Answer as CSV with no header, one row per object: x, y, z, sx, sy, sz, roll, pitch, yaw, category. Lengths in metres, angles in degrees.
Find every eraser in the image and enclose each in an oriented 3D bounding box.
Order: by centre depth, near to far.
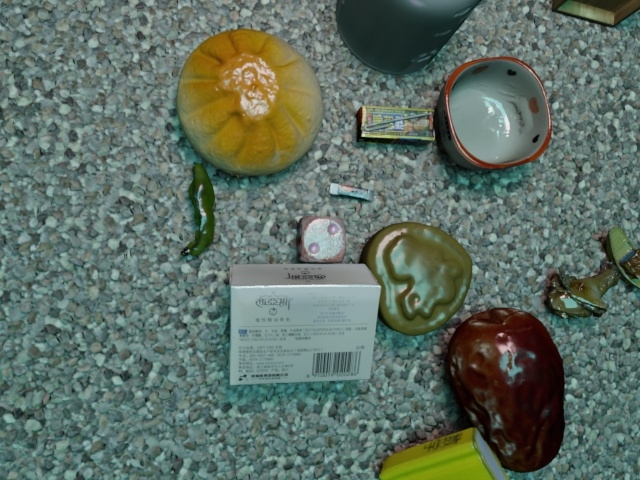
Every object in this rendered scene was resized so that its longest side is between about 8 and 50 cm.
0.248,0.477,0.931,0.226,0.069,0.158,-30,90,22,eraser
0.068,-0.104,1.018,0.099,0.019,0.027,9,85,-8,eraser

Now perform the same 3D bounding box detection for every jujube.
0.382,0.299,0.960,0.223,0.223,0.318,-15,97,-11,jujube

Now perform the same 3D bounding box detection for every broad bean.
-0.240,-0.060,0.949,0.061,0.046,0.195,8,86,-12,broad bean

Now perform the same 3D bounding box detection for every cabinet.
0.673,-0.655,1.097,0.175,0.148,0.215,10,83,-9,cabinet

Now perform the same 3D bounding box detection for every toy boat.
0.721,0.043,1.098,0.065,0.066,0.172,-35,92,-7,toy boat

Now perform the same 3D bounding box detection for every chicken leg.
0.607,0.116,1.069,0.196,0.080,0.125,-6,74,-11,chicken leg

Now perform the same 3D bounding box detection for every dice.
0.000,0.000,0.962,0.091,0.093,0.094,0,85,-10,dice

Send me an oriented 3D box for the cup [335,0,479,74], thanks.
0.215,-0.550,0.946,0.259,0.274,0.356,38,82,-6,cup

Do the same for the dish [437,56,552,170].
0.363,-0.263,1.031,0.256,0.117,0.256,1,86,-9,dish

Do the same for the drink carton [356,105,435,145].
0.163,-0.249,1.027,0.166,0.056,0.071,0,83,-10,drink carton

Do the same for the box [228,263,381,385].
-0.038,0.157,0.905,0.274,0.116,0.203,0,108,-10,box

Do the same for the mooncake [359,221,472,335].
0.206,0.073,0.983,0.235,0.117,0.234,1,84,-7,mooncake

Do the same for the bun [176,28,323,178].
-0.135,-0.274,0.922,0.299,0.165,0.298,0,87,-8,bun
